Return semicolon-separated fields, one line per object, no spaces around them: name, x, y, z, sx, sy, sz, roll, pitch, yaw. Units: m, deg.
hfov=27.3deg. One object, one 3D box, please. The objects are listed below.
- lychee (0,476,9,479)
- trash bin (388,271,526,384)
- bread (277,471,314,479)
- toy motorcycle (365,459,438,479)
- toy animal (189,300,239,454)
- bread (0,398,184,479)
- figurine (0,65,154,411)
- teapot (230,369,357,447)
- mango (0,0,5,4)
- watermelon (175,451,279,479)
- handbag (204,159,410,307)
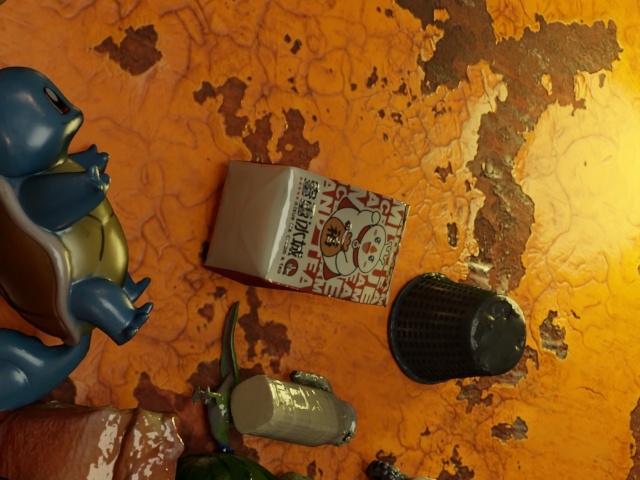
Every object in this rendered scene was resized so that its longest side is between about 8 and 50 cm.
lychee;-0.364;0.460;1.506;0.270;0.270;0.320;0;131;-36
trash bin;0.216;0.135;1.979;0.175;0.161;0.176;1;89;-36
bread;-0.045;0.404;1.853;0.117;0.064;0.156;14;82;-40
toy motorcycle;0.156;0.417;1.958;0.094;0.129;0.229;-49;118;-29
toy animal;-0.139;0.190;1.790;0.075;0.041;0.217;4;86;-52
bread;-0.266;0.257;1.586;0.190;0.244;0.123;14;79;-51
figurine;-0.309;0.004;1.570;0.242;0.298;0.416;3;101;-1
teapot;-0.036;0.228;1.834;0.200;0.077;0.107;22;45;-49
mango;-0.437;-0.357;1.464;0.365;0.182;0.253;-38;143;-38
watermelon;-0.137;0.392;1.680;0.242;0.242;0.242;-1;92;-36
handbag;0.000;0.000;1.835;0.298;0.151;0.171;16;85;-42
